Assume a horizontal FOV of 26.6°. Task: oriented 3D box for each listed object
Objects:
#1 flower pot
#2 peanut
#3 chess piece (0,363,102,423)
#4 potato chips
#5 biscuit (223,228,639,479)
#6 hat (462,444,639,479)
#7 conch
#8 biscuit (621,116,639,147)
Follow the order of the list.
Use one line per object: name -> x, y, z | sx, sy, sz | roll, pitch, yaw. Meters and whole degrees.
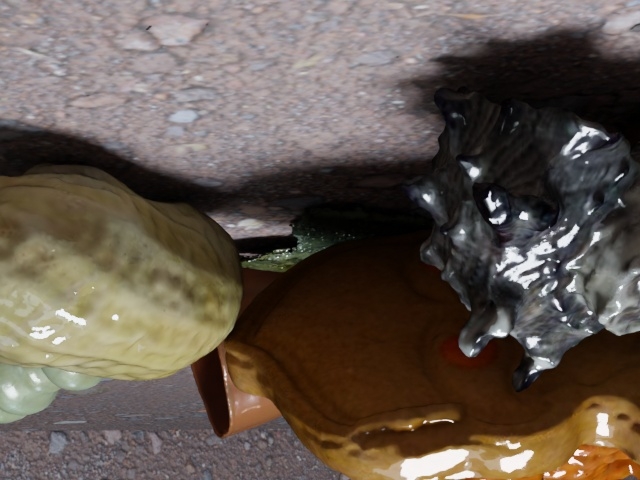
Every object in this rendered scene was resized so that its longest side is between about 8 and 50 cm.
flower pot -> -0.049, 0.111, 1.488 | 0.173, 0.190, 0.190 | -12, 169, -15
peanut -> -0.172, 0.033, 1.092 | 0.174, 0.158, 0.340 | 34, -174, 34
chess piece -> -0.315, 0.139, 1.644 | 0.243, 0.133, 0.133 | -17, 162, 31
potato chips -> 0.001, 0.004, 1.350 | 0.220, 0.029, 0.202 | -16, 165, 35
biscuit -> 0.145, 0.081, 1.163 | 0.455, 0.078, 0.349 | -3, -156, 2
hat -> 0.223, 0.151, 1.337 | 0.400, 0.285, 0.285 | -13, 166, 1
conch -> 0.194, -0.008, 0.956 | 0.241, 0.186, 0.313 | -25, 136, 37
biscuit -> 0.403, -0.076, 1.086 | 0.359, 0.046, 0.359 | -3, 165, -1
